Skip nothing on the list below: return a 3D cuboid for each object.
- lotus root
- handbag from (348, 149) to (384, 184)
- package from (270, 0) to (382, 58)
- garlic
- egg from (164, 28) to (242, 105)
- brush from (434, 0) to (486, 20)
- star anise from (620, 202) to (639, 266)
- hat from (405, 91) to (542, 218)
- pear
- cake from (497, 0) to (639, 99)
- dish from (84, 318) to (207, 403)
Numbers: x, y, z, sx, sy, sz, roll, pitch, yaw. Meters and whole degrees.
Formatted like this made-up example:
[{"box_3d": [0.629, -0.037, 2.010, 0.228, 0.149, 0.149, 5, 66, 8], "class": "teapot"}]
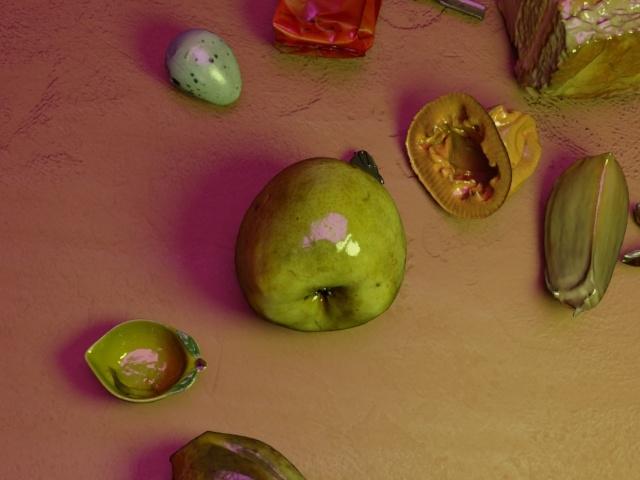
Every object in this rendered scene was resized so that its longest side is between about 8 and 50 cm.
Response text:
[{"box_3d": [-0.111, 0.417, 1.582, 0.291, 0.193, 0.193, 36, 70, 12], "class": "lotus root"}, {"box_3d": [0.084, -0.123, 1.871, 0.072, 0.047, 0.111, -11, 71, -4], "class": "handbag"}, {"box_3d": [0.039, -0.539, 1.963, 0.195, 0.123, 0.424, 8, 68, 13], "class": "package"}, {"box_3d": [0.470, 0.010, 1.786, 0.151, 0.196, 0.339, 13, 70, 16], "class": "garlic"}, {"box_3d": [-0.222, -0.327, 1.876, 0.131, 0.131, 0.164, -38, 85, -17], "class": "egg"}, {"box_3d": [0.225, -0.512, 2.038, 0.248, 0.036, 0.043, 22, 69, 3], "class": "brush"}, {"box_3d": [0.702, 0.031, 1.851, 0.288, 0.088, 0.288, 8, 55, -11], "class": "star anise"}, {"box_3d": [0.333, -0.173, 1.881, 0.233, 0.244, 0.234, -12, 101, -41], "class": "hat"}, {"box_3d": [0.000, 0.000, 1.691, 0.303, 0.304, 0.304, 2, 69, -5], "class": "pear"}, {"box_3d": [0.531, -0.447, 1.915, 0.314, 0.293, 0.307, -10, 65, -13], "class": "cake"}, {"box_3d": [-0.297, 0.216, 1.689, 0.207, 0.080, 0.149, 8, 65, -1], "class": "dish"}]
